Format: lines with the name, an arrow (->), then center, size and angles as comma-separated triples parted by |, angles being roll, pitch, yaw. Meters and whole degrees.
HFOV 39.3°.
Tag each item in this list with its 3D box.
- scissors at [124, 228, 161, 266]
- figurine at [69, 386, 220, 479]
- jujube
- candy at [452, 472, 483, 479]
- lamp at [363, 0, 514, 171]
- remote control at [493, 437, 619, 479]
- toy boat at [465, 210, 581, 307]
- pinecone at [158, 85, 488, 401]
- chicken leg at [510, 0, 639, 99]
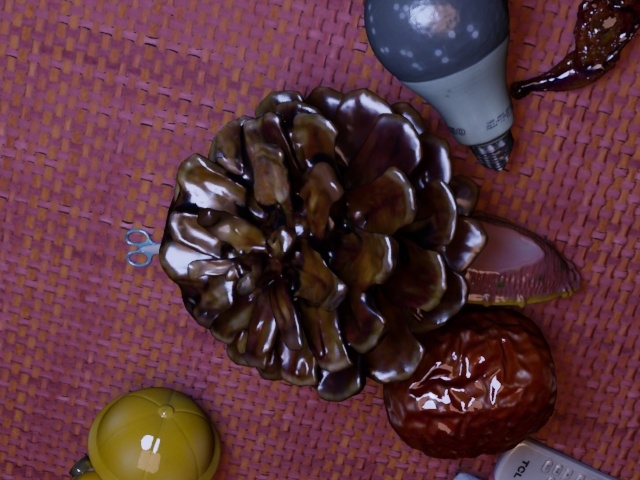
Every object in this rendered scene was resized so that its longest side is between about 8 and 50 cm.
scissors -> -0.226, 0.011, 1.300 | 0.119, 0.014, 0.058 | 0, 106, 7
figurine -> -0.269, 0.327, 1.305 | 0.257, 0.167, 0.192 | -48, 70, 16
jujube -> 0.201, 0.200, 1.227 | 0.232, 0.213, 0.212 | -8, 104, 3
candy -> 0.227, 0.446, 1.355 | 0.138, 0.071, 0.174 | 27, 104, -3
lamp -> 0.174, -0.221, 1.126 | 0.182, 0.182, 0.313 | -25, 102, 10
remote control -> 0.357, 0.364, 1.347 | 0.190, 0.029, 0.087 | 26, 104, -3
toy boat -> 0.210, 0.024, 1.238 | 0.318, 0.099, 0.140 | 10, 64, 1
pinecone -> 0.000, 0.000, 1.087 | 0.398, 0.397, 0.397 | 1, 105, 4
chicken leg -> 0.346, -0.249, 1.178 | 0.093, 0.053, 0.205 | 43, 97, 16
